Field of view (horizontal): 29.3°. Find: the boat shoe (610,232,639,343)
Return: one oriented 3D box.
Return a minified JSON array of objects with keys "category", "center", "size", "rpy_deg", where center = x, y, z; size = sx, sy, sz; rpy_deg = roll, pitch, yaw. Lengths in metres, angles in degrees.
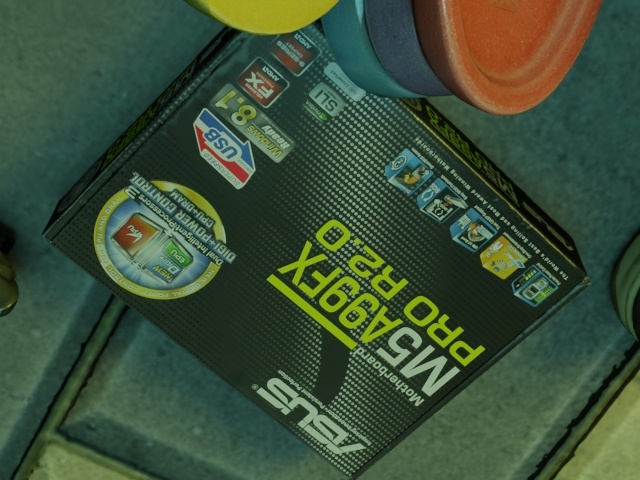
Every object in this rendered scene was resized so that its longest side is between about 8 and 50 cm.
[{"category":"boat shoe","center":[0.311,-0.041,0.720],"size":[0.123,0.123,0.342],"rpy_deg":[35,111,-16]}]

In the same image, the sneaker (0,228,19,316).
[{"category":"sneaker","center":[-0.249,-0.023,0.750],"size":[0.130,0.087,0.227],"rpy_deg":[3,119,-4]}]

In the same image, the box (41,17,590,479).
[{"category":"box","center":[0.000,0.000,0.774],"size":[0.270,0.060,0.216],"rpy_deg":[41,109,-18]}]

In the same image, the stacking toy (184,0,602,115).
[{"category":"stacking toy","center":[0.024,-0.216,0.605],"size":[0.309,0.130,0.279],"rpy_deg":[16,91,-47]}]
